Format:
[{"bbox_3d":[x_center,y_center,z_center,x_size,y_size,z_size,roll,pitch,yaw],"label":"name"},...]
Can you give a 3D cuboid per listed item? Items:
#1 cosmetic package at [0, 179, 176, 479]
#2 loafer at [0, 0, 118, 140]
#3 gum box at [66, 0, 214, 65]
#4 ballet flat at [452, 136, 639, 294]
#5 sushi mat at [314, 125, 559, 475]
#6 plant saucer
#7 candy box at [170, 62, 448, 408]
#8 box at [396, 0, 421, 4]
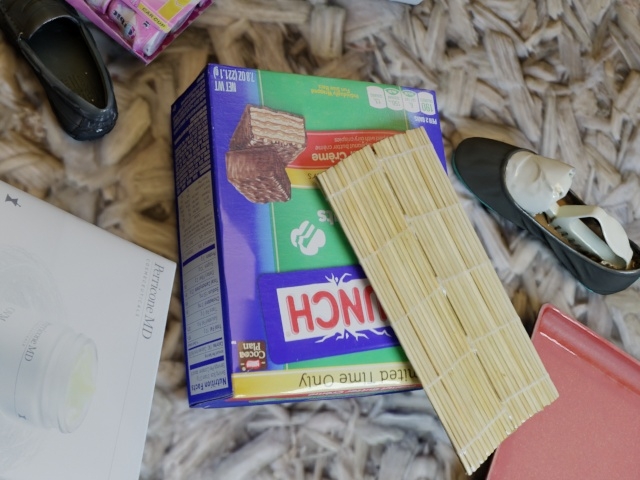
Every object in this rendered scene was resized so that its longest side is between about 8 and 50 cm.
[{"bbox_3d":[-0.249,0.088,0.610,0.225,0.138,0.224,29,44,-30],"label":"cosmetic package"},{"bbox_3d":[-0.260,-0.204,0.782,0.076,0.078,0.223,-29,88,-30],"label":"loafer"},{"bbox_3d":[-0.168,-0.265,0.816,0.107,0.062,0.188,39,40,-11],"label":"gum box"},{"bbox_3d":[0.291,-0.042,0.987,0.280,0.096,0.095,37,63,-11],"label":"ballet flat"},{"bbox_3d":[0.118,0.048,0.787,0.151,0.019,0.316,-26,89,-33],"label":"sushi mat"},{"bbox_3d":[0.308,0.244,0.939,0.259,0.048,0.259,32,65,-14],"label":"plant saucer"},{"bbox_3d":[0.000,0.000,0.821,0.268,0.122,0.317,1,76,-28],"label":"candy box"},{"bbox_3d":[0.051,-0.487,0.962,0.215,0.168,0.345,2,74,-25],"label":"box"}]
